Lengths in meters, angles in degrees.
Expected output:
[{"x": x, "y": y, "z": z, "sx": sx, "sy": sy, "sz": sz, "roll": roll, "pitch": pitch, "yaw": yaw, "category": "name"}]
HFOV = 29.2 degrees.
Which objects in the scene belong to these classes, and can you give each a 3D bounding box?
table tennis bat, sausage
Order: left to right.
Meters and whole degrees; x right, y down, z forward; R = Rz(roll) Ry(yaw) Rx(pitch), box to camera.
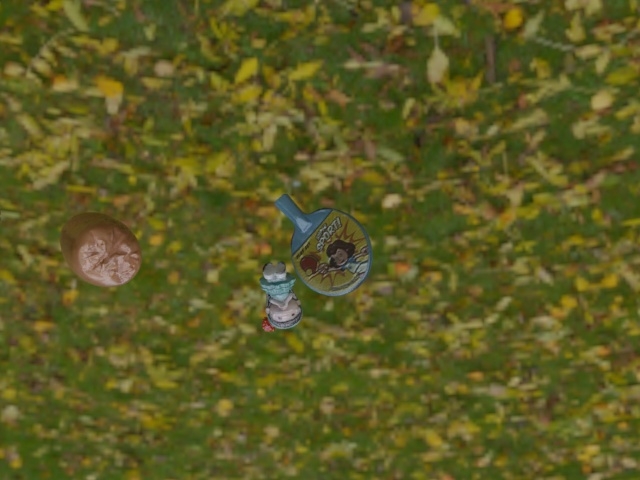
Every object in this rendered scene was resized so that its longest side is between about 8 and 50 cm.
[{"x": -0.274, "y": 0.009, "z": 1.518, "sx": 0.086, "sy": 0.086, "sz": 0.289, "roll": 10, "pitch": 180, "yaw": -16, "category": "sausage"}, {"x": 0.000, "y": 0.000, "z": 1.491, "sx": 0.100, "sy": 0.155, "sz": 0.019, "roll": -47, "pitch": 156, "yaw": 12, "category": "table tennis bat"}]

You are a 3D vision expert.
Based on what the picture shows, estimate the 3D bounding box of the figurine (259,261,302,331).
[{"x": -0.059, "y": 0.078, "z": 1.680, "sx": 0.060, "sy": 0.047, "sz": 0.106, "roll": -17, "pitch": 127, "yaw": -9, "category": "figurine"}]
